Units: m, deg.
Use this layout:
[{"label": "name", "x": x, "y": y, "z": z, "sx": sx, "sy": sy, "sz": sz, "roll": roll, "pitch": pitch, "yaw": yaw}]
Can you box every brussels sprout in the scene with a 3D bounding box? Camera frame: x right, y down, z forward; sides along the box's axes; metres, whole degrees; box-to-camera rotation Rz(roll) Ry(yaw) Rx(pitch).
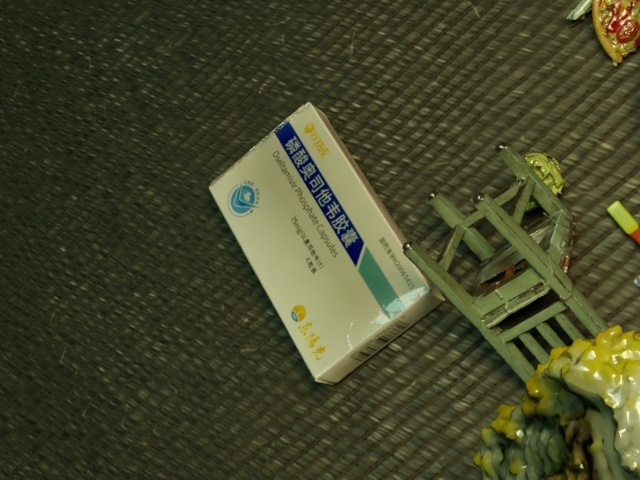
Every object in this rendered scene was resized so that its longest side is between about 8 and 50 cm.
[{"label": "brussels sprout", "x": 0.273, "y": -0.076, "z": 1.334, "sx": 0.085, "sy": 0.058, "sz": 0.085, "roll": -15, "pitch": 73, "yaw": 60}]

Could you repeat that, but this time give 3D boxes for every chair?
[{"label": "chair", "x": 0.246, "y": 0.039, "z": 1.271, "sx": 0.270, "sy": 0.147, "sz": 0.136, "roll": 45, "pitch": 127, "yaw": -10}]

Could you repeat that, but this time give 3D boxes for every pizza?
[{"label": "pizza", "x": 0.373, "y": -0.283, "z": 1.317, "sx": 0.099, "sy": 0.029, "sz": 0.100, "roll": 43, "pitch": 107, "yaw": -7}]

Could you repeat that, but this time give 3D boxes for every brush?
[{"label": "brush", "x": 0.376, "y": -0.012, "z": 1.275, "sx": 0.019, "sy": 0.021, "sz": 0.083, "roll": -41, "pitch": 55, "yaw": 11}]

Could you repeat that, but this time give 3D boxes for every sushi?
[{"label": "sushi", "x": 0.310, "y": 0.256, "z": 1.013, "sx": 0.240, "sy": 0.396, "sz": 0.351, "roll": -3, "pitch": 63, "yaw": -16}]

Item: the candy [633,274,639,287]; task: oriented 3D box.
[{"label": "candy", "x": 0.435, "y": 0.030, "z": 1.223, "sx": 0.136, "sy": 0.038, "sz": 0.088, "roll": -49, "pitch": 55, "yaw": 19}]

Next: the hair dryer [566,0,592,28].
[{"label": "hair dryer", "x": 0.404, "y": -0.427, "z": 1.359, "sx": 0.267, "sy": 0.092, "sz": 0.229, "roll": -26, "pitch": 57, "yaw": 31}]

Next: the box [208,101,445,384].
[{"label": "box", "x": 0.000, "y": 0.000, "z": 1.453, "sx": 0.200, "sy": 0.065, "sz": 0.343, "roll": -39, "pitch": 61, "yaw": 14}]
